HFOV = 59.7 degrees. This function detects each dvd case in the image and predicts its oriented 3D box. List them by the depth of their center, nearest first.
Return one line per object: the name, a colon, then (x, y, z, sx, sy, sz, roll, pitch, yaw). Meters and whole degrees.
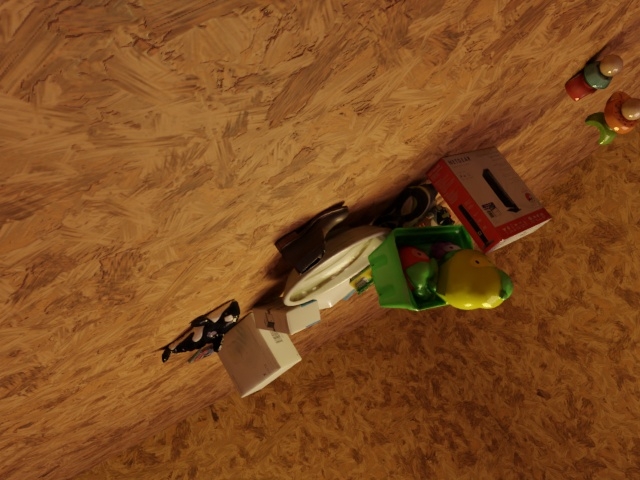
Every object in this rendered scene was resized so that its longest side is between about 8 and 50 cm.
dvd case: (-0.425, 0.416, 2.073, 0.119, 0.013, 0.087, -12, 154, -49)

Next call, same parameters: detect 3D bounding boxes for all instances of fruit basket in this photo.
fruit basket: (0.381, 0.084, 1.661, 0.391, 0.283, 0.392, -13, 169, -2)

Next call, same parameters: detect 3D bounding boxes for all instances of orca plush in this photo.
orca plush: (-0.352, 0.302, 1.704, 0.287, 0.102, 0.151, -31, 164, -5)

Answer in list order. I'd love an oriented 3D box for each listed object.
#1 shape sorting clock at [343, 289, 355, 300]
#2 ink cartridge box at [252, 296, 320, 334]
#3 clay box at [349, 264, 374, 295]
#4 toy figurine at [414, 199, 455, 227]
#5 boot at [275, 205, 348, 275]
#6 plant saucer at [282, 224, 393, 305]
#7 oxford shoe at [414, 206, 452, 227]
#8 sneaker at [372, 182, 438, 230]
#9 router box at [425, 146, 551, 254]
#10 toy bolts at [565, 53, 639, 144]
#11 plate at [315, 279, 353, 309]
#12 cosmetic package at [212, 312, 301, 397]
shape sorting clock: (0.153, 0.181, 2.390, 0.206, 0.040, 0.206, -47, 176, -4)
ink cartridge box: (-0.115, 0.248, 1.877, 0.139, 0.082, 0.190, -18, -170, -41)
clay box: (0.164, 0.089, 1.948, 0.127, 0.053, 0.222, -40, -163, 23)
toy figurine: (0.361, -0.047, 1.981, 0.209, 0.148, 0.213, -40, 162, 5)
boot: (0.000, 0.000, 1.468, 0.219, 0.106, 0.082, -31, 165, -4)
plant saucer: (0.037, 0.054, 1.718, 0.400, 0.101, 0.400, -31, 165, -9)
oxford shoe: (0.404, -0.035, 2.177, 0.098, 0.097, 0.271, -11, 154, -40)
sneaker: (0.277, -0.076, 1.786, 0.121, 0.111, 0.300, -25, 165, -40)
router box: (0.523, -0.134, 1.719, 0.335, 0.301, 0.082, -18, 159, -44)
toy bolts: (0.861, -0.432, 1.617, 0.218, 0.229, 0.158, -32, 175, -24)
plate: (0.017, 0.188, 2.132, 0.277, 0.045, 0.277, -4, 147, -44)
cosmetic package: (-0.233, 0.404, 2.015, 0.224, 0.224, 0.138, -41, 163, 27)
